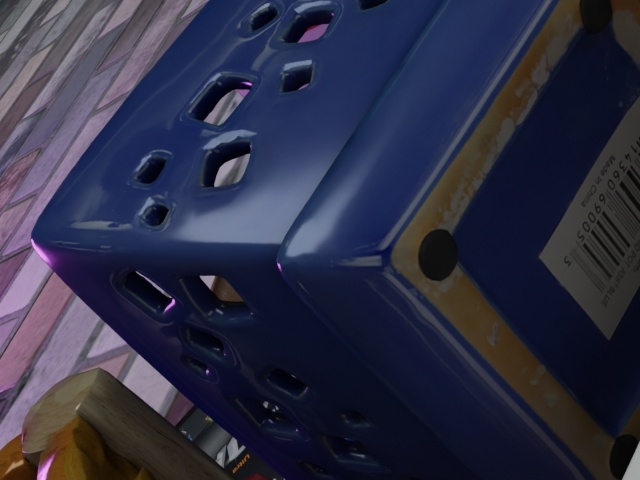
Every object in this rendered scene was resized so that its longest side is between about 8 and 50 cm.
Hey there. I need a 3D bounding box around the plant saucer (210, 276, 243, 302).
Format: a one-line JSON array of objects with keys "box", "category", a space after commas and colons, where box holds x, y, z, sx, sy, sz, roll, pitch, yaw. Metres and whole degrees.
[{"box": [0.000, 0.000, 1.046, 0.198, 0.036, 0.199, -38, 25, 21], "category": "plant saucer"}]

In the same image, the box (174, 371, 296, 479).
[{"box": [-0.057, 0.160, 0.860, 0.220, 0.051, 0.175, -47, 23, -3], "category": "box"}]

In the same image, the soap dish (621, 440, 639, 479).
[{"box": [0.165, 0.128, 0.398, 0.291, 0.118, 0.229, -59, 13, -27], "category": "soap dish"}]

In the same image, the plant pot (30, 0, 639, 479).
[{"box": [0.055, -0.011, 0.653, 0.212, 0.236, 0.236, 4, 54, 53], "category": "plant pot"}]

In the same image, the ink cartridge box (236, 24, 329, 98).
[{"box": [0.061, -0.227, 1.214, 0.197, 0.114, 0.273, -15, 39, 53], "category": "ink cartridge box"}]

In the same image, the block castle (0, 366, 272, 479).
[{"box": [-0.167, 0.304, 0.612, 0.453, 0.213, 0.303, -42, 21, 9], "category": "block castle"}]
